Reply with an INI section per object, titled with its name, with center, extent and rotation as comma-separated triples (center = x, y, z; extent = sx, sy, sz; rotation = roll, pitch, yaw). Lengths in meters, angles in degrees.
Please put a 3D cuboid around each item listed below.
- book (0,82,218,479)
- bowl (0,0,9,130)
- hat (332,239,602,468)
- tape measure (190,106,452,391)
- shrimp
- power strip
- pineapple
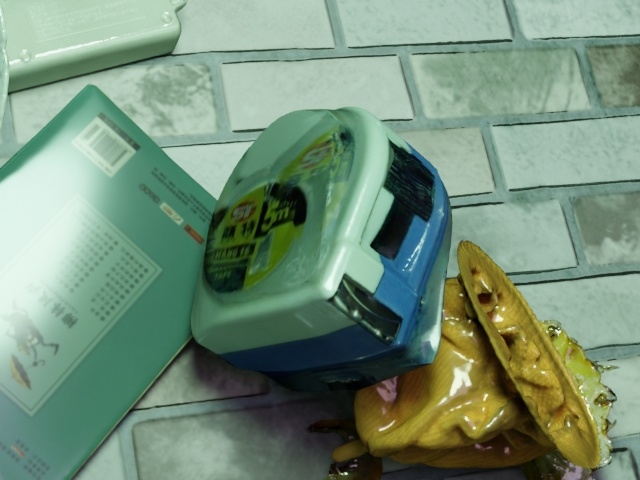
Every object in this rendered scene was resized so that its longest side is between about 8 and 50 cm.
[book]
center = -0.257, 0.050, 1.245
extent = 0.264, 0.031, 0.379
rotation = 44, 63, -5
[bowl]
center = -0.460, -0.136, 1.123
extent = 0.434, 0.196, 0.435
rotation = 0, 89, 5
[hat]
center = 0.112, 0.165, 1.230
extent = 0.244, 0.233, 0.233
rotation = 39, 27, -45
[tape measure]
center = -0.001, 0.001, 1.211
extent = 0.138, 0.259, 0.262
rotation = 30, 62, -32
[shrimp]
center = 0.003, 0.233, 1.266
extent = 0.127, 0.025, 0.091
rotation = -34, 80, -30
[power strip]
center = -0.305, -0.221, 1.349
extent = 0.338, 0.058, 0.098
rotation = -17, 75, -22
[pineapple]
center = 0.246, 0.160, 1.341
extent = 0.135, 0.079, 0.233
rotation = -26, 83, -15
